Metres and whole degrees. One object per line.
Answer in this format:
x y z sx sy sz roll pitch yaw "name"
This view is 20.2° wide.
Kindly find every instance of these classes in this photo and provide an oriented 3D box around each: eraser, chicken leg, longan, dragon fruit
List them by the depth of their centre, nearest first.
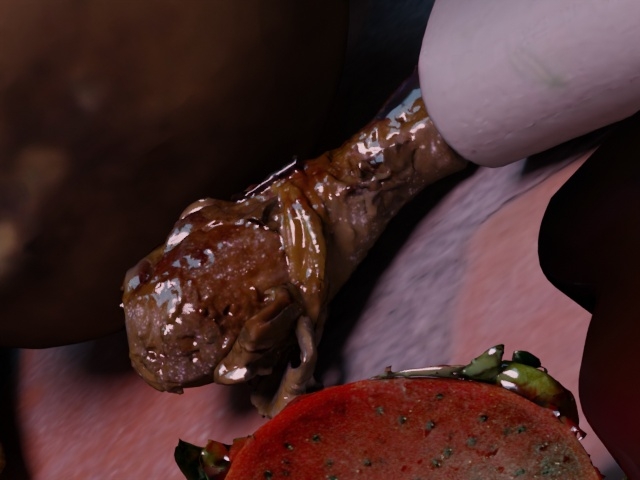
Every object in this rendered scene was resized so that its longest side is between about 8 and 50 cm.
0.018 0.101 0.571 0.138 0.142 0.175 -34 -21 -37 "dragon fruit"
0.154 -0.130 0.721 0.227 0.081 0.174 -20 37 47 "eraser"
-0.005 -0.001 0.820 0.196 0.080 0.125 -48 32 -17 "chicken leg"
-0.138 -0.105 0.920 0.319 0.319 0.319 -39 25 22 "longan"

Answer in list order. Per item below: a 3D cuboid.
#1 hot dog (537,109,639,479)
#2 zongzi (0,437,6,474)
0.168 0.024 0.426 0.194 0.107 0.326 -42 16 17 "hot dog"
-0.231 0.047 1.087 0.288 0.134 0.286 -6 41 39 "zongzi"
